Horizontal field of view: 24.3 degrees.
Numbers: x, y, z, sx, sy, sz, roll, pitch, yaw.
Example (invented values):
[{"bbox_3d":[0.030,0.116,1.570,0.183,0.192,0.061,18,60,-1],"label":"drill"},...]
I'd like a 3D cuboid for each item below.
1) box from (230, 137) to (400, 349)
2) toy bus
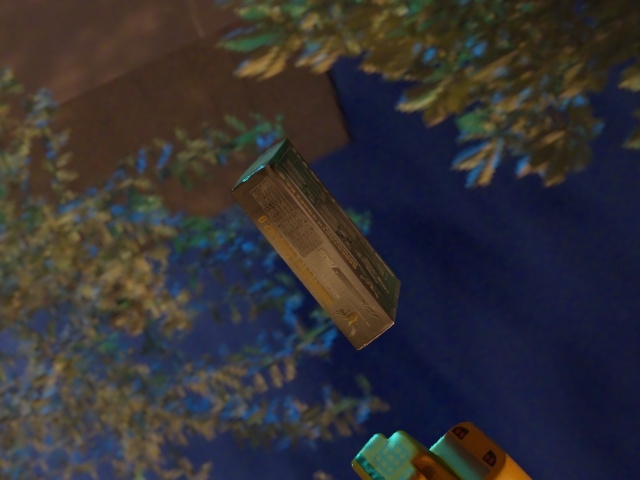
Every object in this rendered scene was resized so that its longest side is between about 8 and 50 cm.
[{"bbox_3d":[0.000,0.000,1.712,0.231,0.056,0.183,51,13,-8],"label":"box"},{"bbox_3d":[0.181,0.302,1.539,0.332,0.130,0.108,46,-3,-31],"label":"toy bus"}]
